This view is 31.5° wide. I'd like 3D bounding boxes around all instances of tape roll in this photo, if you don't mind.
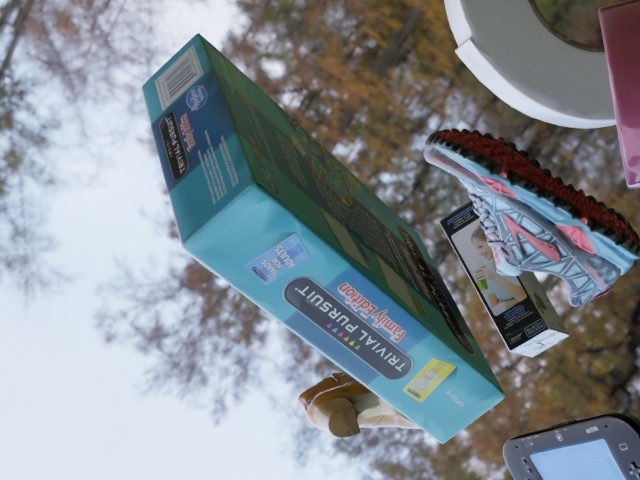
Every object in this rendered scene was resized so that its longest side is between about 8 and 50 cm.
[{"bbox_3d":[0.354,-0.343,1.500,0.392,0.392,0.072,30,173,-6],"label":"tape roll"}]

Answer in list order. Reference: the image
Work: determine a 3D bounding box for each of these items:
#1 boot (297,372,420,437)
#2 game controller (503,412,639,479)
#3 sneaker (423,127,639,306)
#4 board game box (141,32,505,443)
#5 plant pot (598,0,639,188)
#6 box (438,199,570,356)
[{"bbox_3d":[0.115,0.268,2.005,0.295,0.104,0.211,-11,-170,-12],"label":"boot"},{"bbox_3d":[0.416,0.362,1.785,0.067,0.319,0.166,-37,-87,-35],"label":"game controller"},{"bbox_3d":[0.211,-0.018,1.233,0.262,0.125,0.104,33,-156,2],"label":"sneaker"},{"bbox_3d":[0.000,0.000,1.001,0.336,0.079,0.254,41,-164,-35],"label":"board game box"},{"bbox_3d":[0.398,-0.166,1.196,0.180,0.201,0.201,-10,-165,16],"label":"plant pot"},{"bbox_3d":[0.351,0.072,2.168,0.169,0.087,0.290,18,-137,-64],"label":"box"}]
